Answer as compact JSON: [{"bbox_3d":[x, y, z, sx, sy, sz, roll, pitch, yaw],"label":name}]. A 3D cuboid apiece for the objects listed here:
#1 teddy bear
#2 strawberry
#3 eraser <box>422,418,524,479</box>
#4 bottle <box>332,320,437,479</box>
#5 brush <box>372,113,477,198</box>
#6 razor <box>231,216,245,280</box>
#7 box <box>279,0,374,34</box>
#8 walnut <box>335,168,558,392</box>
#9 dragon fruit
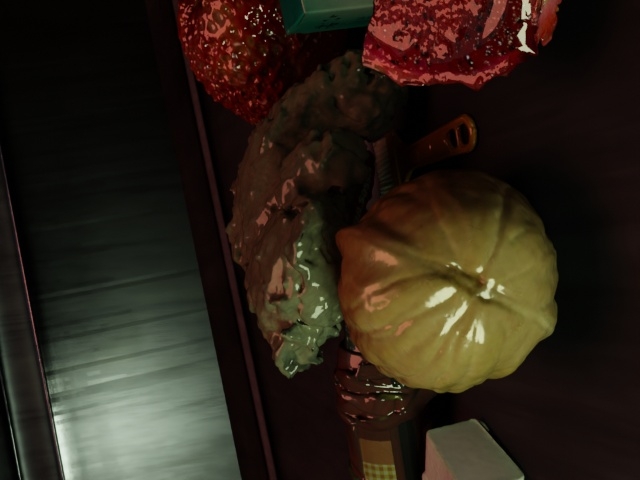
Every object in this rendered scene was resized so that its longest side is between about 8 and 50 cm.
[{"bbox_3d":[0.000,0.000,1.088,0.357,0.224,0.368,101,167,-45],"label":"teddy bear"},{"bbox_3d":[-0.075,-0.297,1.298,0.250,0.238,0.288,-138,26,-71],"label":"strawberry"},{"bbox_3d":[0.180,0.373,1.108,0.130,0.086,0.287,-127,31,-58],"label":"eraser"},{"bbox_3d":[0.094,0.201,1.211,0.156,0.143,0.271,-38,-56,-56],"label":"bottle"},{"bbox_3d":[0.124,-0.108,1.116,0.314,0.017,0.090,166,93,-73],"label":"brush"},{"bbox_3d":[-0.094,0.069,1.824,0.327,0.107,0.189,-122,27,-50],"label":"razor"},{"bbox_3d":[0.016,-0.378,1.053,0.092,0.153,0.245,173,86,-73],"label":"box"},{"bbox_3d":[0.118,0.037,0.878,0.261,0.225,0.225,175,85,-81],"label":"walnut"},{"bbox_3d":[0.136,-0.254,0.760,0.262,0.163,0.189,102,-178,-47],"label":"dragon fruit"}]
